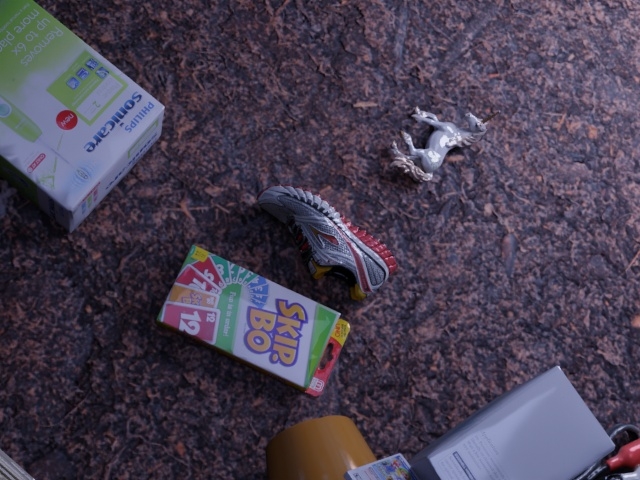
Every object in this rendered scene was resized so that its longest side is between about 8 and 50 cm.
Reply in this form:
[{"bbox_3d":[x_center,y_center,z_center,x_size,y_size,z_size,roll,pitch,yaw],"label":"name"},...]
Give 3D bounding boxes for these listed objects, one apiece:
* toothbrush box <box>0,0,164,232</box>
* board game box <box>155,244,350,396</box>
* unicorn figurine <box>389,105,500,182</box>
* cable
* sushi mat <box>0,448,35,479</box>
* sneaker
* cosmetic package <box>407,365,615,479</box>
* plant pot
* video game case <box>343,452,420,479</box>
[{"bbox_3d":[-0.395,-0.186,1.833,0.283,0.122,0.206,40,72,2],"label":"toothbrush box"},{"bbox_3d":[-0.092,0.117,1.844,0.259,0.039,0.124,26,72,-4],"label":"board game box"},{"bbox_3d":[0.179,-0.156,1.959,0.111,0.060,0.162,33,88,0],"label":"unicorn figurine"},{"bbox_3d":[0.392,0.341,1.821,0.287,0.072,0.140,-11,76,-26],"label":"cable"},{"bbox_3d":[-0.435,0.374,1.718,0.316,0.019,0.151,41,71,4],"label":"sushi mat"},{"bbox_3d":[0.000,0.000,1.863,0.225,0.088,0.093,36,73,2],"label":"sneaker"},{"bbox_3d":[0.240,0.298,1.745,0.224,0.224,0.138,-31,81,-17],"label":"cosmetic package"},{"bbox_3d":[0.013,0.345,1.721,0.205,0.205,0.188,-12,61,-13],"label":"plant pot"},{"bbox_3d":[0.091,0.319,1.642,0.122,0.011,0.087,-6,52,-53],"label":"video game case"}]
